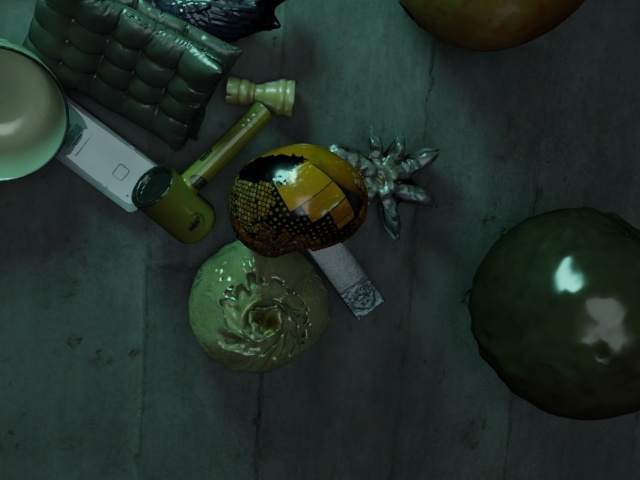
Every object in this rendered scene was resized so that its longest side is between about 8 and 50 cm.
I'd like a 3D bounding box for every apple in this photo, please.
[{"bbox_3d":[0.285,-0.512,1.404,0.391,0.346,0.391,-1,94,-10],"label":"apple"}]

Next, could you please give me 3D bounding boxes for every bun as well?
[{"bbox_3d":[-0.112,0.119,1.548,0.259,0.152,0.259,-2,102,-8],"label":"bun"}]

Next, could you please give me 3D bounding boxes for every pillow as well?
[{"bbox_3d":[-0.316,-0.302,1.423,0.326,0.101,0.228,30,135,-10],"label":"pillow"}]

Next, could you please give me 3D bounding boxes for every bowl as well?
[{"bbox_3d":[-0.530,-0.225,1.395,0.237,0.126,0.238,-10,127,-14],"label":"bowl"}]

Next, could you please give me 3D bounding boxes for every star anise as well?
[{"bbox_3d":[0.103,-0.109,1.569,0.236,0.093,0.229,38,92,-14],"label":"star anise"}]

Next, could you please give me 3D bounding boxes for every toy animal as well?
[{"bbox_3d":[-0.196,-0.410,1.463,0.298,0.122,0.185,12,93,-3],"label":"toy animal"}]

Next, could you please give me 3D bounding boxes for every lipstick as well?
[{"bbox_3d":[0.000,0.000,1.584,0.066,0.068,0.317,-36,103,0],"label":"lipstick"}]

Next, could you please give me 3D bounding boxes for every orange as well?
[{"bbox_3d":[-0.035,-0.064,1.417,0.234,0.234,0.182,-2,89,-8],"label":"orange"}]

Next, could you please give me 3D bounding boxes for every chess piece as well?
[{"bbox_3d":[-0.106,-0.260,1.532,0.122,0.066,0.066,9,98,-4],"label":"chess piece"}]

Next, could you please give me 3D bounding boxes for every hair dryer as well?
[{"bbox_3d":[-0.183,-0.125,1.504,0.278,0.090,0.135,-45,132,1],"label":"hair dryer"}]

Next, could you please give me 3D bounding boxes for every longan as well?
[{"bbox_3d":[0.456,0.121,1.512,0.391,0.391,0.391,-1,100,-8],"label":"longan"}]

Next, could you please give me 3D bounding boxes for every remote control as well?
[{"bbox_3d":[-0.398,-0.159,1.516,0.250,0.034,0.103,37,92,-11],"label":"remote control"}]
